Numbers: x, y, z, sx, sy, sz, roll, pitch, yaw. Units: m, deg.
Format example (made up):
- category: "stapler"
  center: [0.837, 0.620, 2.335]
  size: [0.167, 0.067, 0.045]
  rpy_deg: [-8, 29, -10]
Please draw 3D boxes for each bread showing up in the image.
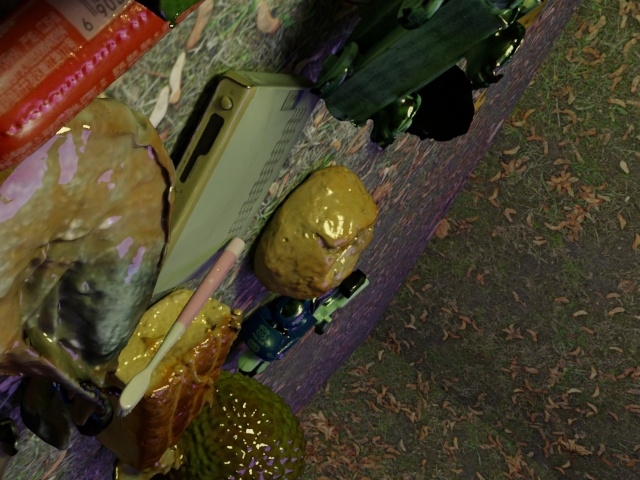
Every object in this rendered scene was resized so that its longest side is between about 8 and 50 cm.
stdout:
- category: "bread"
  center: [-0.216, 0.199, 0.996]
  size: [0.185, 0.114, 0.274]
  rpy_deg: [-42, 165, -38]
- category: "bread"
  center: [0.000, 0.000, 1.178]
  size: [0.244, 0.134, 0.244]
  rpy_deg: [-48, 163, -19]

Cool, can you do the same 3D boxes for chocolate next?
- category: "chocolate"
  center: [0.182, -0.233, 1.277]
  size: [0.156, 0.156, 0.133]
  rpy_deg: [-48, -166, -23]

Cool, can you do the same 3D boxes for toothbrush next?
- category: "toothbrush"
  center: [-0.143, 0.081, 0.772]
  size: [0.025, 0.020, 0.286]
  rpy_deg: [-58, -178, 39]

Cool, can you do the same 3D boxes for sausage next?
- category: "sausage"
  center: [-0.141, -0.137, 0.450]
  size: [0.274, 0.074, 0.074]
  rpy_deg: [-49, 167, -17]

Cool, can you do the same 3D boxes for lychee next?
- category: "lychee"
  center: [-0.172, 0.354, 1.223]
  size: [0.270, 0.320, 0.270]
  rpy_deg: [-31, -146, 24]

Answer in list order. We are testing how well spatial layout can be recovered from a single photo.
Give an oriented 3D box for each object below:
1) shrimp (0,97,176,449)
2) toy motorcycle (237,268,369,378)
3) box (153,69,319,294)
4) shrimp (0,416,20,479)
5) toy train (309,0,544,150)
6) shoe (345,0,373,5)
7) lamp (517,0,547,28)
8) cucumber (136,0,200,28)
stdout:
- category: "shrimp"
  center: [-0.230, 0.065, 0.629]
  size: [0.221, 0.110, 0.445]
  rpy_deg: [-35, 155, -38]
- category: "toy motorcycle"
  center: [-0.049, 0.145, 1.433]
  size: [0.331, 0.125, 0.196]
  rpy_deg: [-45, 166, -17]
- category: "box"
  center: [-0.108, -0.068, 0.812]
  size: [0.270, 0.045, 0.211]
  rpy_deg: [-59, 166, 23]
- category: "shrimp"
  center: [-0.362, 0.247, 0.711]
  size: [0.178, 0.075, 0.289]
  rpy_deg: [-53, 169, -38]
- category: "toy train"
  center: [0.116, -0.226, 0.750]
  size: [0.301, 0.120, 0.202]
  rpy_deg: [-26, -150, 58]
- category: "shoe"
  center: [0.076, -0.331, 0.715]
  size: [0.194, 0.074, 0.077]
  rpy_deg: [-52, 162, 5]
- category: "lamp"
  center: [0.250, -0.370, 1.038]
  size: [0.185, 0.161, 0.161]
  rpy_deg: [-38, 160, -44]
- category: "cucumber"
  center: [-0.034, -0.256, 0.402]
  size: [0.325, 0.145, 0.105]
  rpy_deg: [-49, 174, -37]
